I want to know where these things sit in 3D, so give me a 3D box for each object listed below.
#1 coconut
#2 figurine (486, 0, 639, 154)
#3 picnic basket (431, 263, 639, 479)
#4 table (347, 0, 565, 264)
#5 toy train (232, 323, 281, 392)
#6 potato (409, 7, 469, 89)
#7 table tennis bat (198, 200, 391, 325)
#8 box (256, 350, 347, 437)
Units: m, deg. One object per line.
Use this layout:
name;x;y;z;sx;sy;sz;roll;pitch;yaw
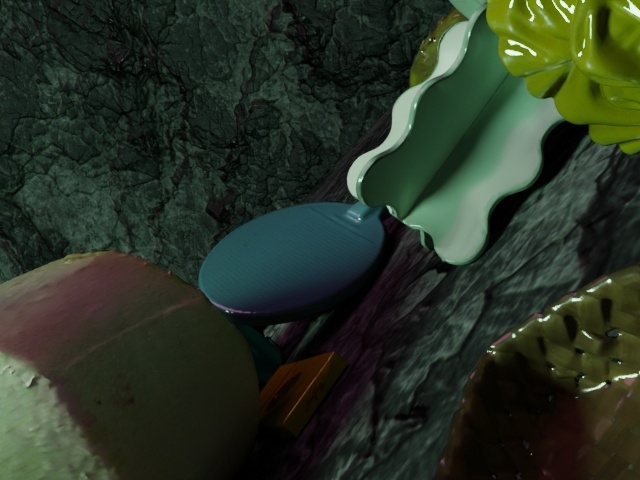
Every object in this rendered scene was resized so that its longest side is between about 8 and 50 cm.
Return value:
coconut;-0.229;0.178;0.618;0.297;0.297;0.309;-43;-3;31
figurine;0.206;-0.106;0.219;0.168;0.187;0.315;-50;15;-5
picnic basket;0.084;0.094;0.242;0.110;0.055;0.193;-40;10;42
table;0.124;-0.091;0.645;0.198;0.166;0.166;-55;7;5
toy train;-0.135;0.172;0.948;0.198;0.107;0.154;-47;15;6
potato;0.236;-0.272;0.959;0.298;0.141;0.176;-44;17;28
table tennis bat;0.000;0.000;0.911;0.329;0.044;0.215;-32;37;-23
box;-0.032;0.156;0.730;0.087;0.023;0.155;-48;7;-25
